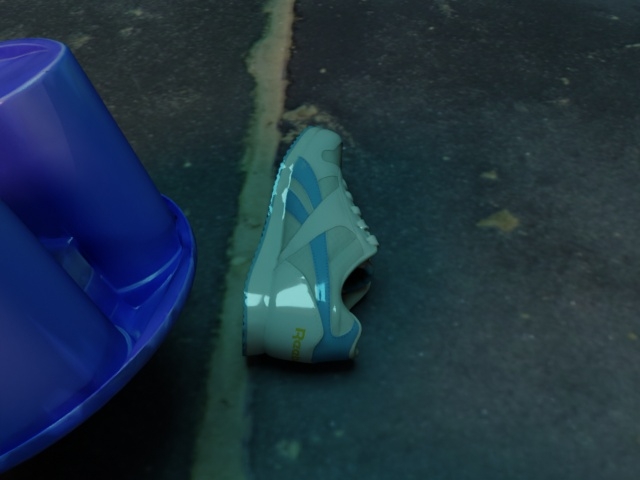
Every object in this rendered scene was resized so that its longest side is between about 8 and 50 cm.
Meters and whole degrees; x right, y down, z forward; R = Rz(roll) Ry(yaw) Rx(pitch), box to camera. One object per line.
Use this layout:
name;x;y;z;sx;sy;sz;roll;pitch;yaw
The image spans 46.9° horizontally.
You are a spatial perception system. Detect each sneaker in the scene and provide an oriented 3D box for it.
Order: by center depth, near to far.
sneaker;0.000;0.000;0.596;0.092;0.087;0.228;9;51;2

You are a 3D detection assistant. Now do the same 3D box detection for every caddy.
caddy;-0.242;0.024;0.427;0.341;0.179;0.241;-8;37;18
